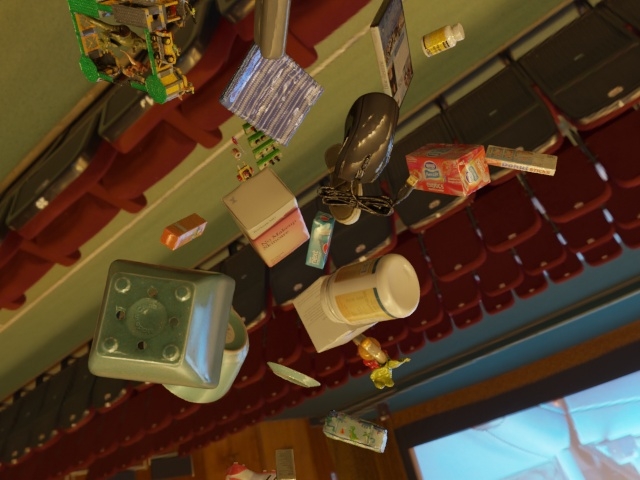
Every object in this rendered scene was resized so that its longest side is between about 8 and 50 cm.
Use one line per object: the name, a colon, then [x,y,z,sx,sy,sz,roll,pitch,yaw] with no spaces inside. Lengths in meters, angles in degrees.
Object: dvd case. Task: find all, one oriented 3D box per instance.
dvd case: [0.178,-0.454,1.182,0.022,0.180,0.253,7,145,25]

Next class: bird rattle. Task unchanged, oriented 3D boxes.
bird rattle: [0.194,0.389,1.695,0.143,0.207,0.253,-43,-170,-2]

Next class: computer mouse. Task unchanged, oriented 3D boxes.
computer mouse: [0.113,-0.142,0.927,0.184,0.060,0.262,12,131,-13]

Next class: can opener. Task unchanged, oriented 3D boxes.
can opener: [-0.094,-0.417,0.751,0.095,0.076,0.283,-13,147,-19]

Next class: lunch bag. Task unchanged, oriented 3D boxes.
lunch bag: [0.122,0.672,1.707,0.218,0.090,0.176,11,154,17]

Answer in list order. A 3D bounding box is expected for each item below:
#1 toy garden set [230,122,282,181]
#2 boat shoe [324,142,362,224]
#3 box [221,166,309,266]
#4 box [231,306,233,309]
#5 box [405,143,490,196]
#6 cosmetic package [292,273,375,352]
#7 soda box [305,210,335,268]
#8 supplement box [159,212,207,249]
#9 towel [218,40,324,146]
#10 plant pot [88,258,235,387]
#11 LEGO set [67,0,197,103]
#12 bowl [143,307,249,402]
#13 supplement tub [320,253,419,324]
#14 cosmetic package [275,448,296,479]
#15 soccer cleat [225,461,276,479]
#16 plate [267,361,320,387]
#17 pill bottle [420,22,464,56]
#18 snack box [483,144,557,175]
toy garden set: [-0.243,-0.334,1.820,0.203,0.049,0.244,-37,150,-13]
boat shoe: [0.085,-0.167,1.517,0.113,0.302,0.103,-20,142,22]
box: [-0.136,-0.055,1.282,0.148,0.127,0.232,-37,155,-9]
box: [-0.444,0.329,1.807,0.275,0.113,0.094,-39,153,11]
box: [0.412,-0.237,1.600,0.122,0.257,0.128,-28,113,-21]
cosmetic package: [0.044,0.215,1.482,0.151,0.184,0.151,-6,152,-50]
soda box: [0.000,0.000,1.819,0.071,0.067,0.210,16,126,7]
supplement box: [-0.586,-0.041,2.101,0.078,0.080,0.233,-61,175,26]
towel: [-0.142,-0.458,1.526,0.243,0.040,0.336,-55,145,7]
plant pot: [-0.312,0.160,0.947,0.247,0.247,0.252,8,167,-5]
LEGO set: [-0.389,-0.462,1.093,0.192,0.331,0.255,-45,140,-42]
bowl: [-0.330,0.288,1.413,0.163,0.312,0.311,-43,141,24]
supplement tub: [0.111,0.118,1.128,0.199,0.144,0.144,-18,155,41]
cosmetic package: [-0.113,0.727,1.554,0.060,0.115,0.041,2,116,-8]
soccer cleat: [-0.219,0.846,1.689,0.248,0.095,0.083,31,112,-27]
plate: [-0.091,0.441,1.580,0.188,0.024,0.188,19,159,8]
pill bottle: [0.364,-0.599,1.448,0.116,0.065,0.065,-13,156,37]
snack box: [0.535,-0.217,1.306,0.178,0.064,0.022,14,139,19]
